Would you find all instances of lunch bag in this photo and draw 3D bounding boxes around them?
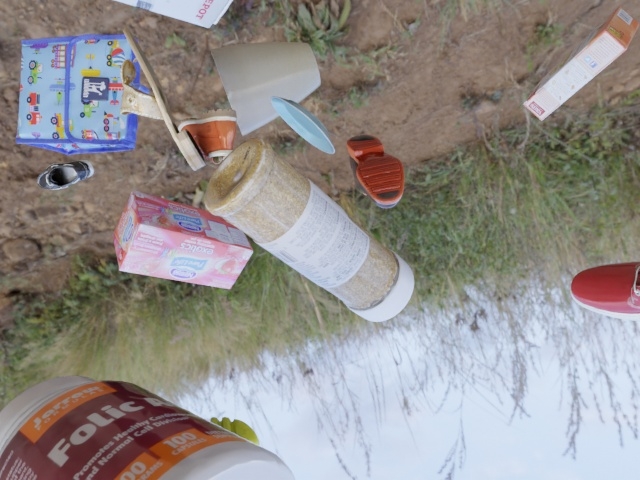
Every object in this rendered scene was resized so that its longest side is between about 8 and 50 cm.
[{"bbox_3d":[-0.479,-0.303,0.983,0.293,0.221,0.138,4,-179,23],"label":"lunch bag"}]

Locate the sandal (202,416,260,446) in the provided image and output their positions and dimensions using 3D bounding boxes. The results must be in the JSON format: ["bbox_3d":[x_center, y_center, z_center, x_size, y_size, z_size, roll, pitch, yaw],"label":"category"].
[{"bbox_3d":[-0.253,0.405,0.802,0.317,0.138,0.126,-16,-178,2],"label":"sandal"}]

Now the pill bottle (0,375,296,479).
[{"bbox_3d":[-0.229,0.290,0.531,0.392,0.224,0.224,2,-157,41],"label":"pill bottle"}]

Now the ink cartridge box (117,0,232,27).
[{"bbox_3d":[-0.137,-0.239,0.360,0.150,0.063,0.109,1,170,-35],"label":"ink cartridge box"}]

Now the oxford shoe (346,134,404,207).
[{"bbox_3d":[0.121,-0.135,1.009,0.097,0.098,0.271,-8,-144,-2],"label":"oxford shoe"}]

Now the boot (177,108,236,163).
[{"bbox_3d":[-0.200,-0.174,0.813,0.059,0.084,0.158,-10,-172,-41],"label":"boot"}]

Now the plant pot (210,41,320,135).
[{"bbox_3d":[-0.148,-0.477,1.378,0.274,0.256,0.256,-20,-168,-3],"label":"plant pot"}]

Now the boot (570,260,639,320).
[{"bbox_3d":[0.437,0.042,0.604,0.244,0.176,0.088,-4,-116,47],"label":"boot"}]

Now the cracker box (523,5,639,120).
[{"bbox_3d":[0.598,-0.404,1.078,0.156,0.067,0.232,-47,178,-35],"label":"cracker box"}]

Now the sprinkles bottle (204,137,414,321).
[{"bbox_3d":[0.000,0.000,0.698,0.121,0.355,0.121,-28,-138,29],"label":"sprinkles bottle"}]

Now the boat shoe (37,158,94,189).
[{"bbox_3d":[-0.462,-0.113,0.826,0.125,0.046,0.038,-7,-159,20],"label":"boat shoe"}]

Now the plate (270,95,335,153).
[{"bbox_3d":[-0.035,-0.267,1.060,0.024,0.188,0.188,-51,-164,-4],"label":"plate"}]

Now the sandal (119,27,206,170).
[{"bbox_3d":[-0.279,-0.210,0.745,0.079,0.240,0.088,-29,-167,-3],"label":"sandal"}]

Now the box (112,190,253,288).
[{"bbox_3d":[-0.345,0.006,1.181,0.300,0.142,0.154,15,-153,-39],"label":"box"}]
